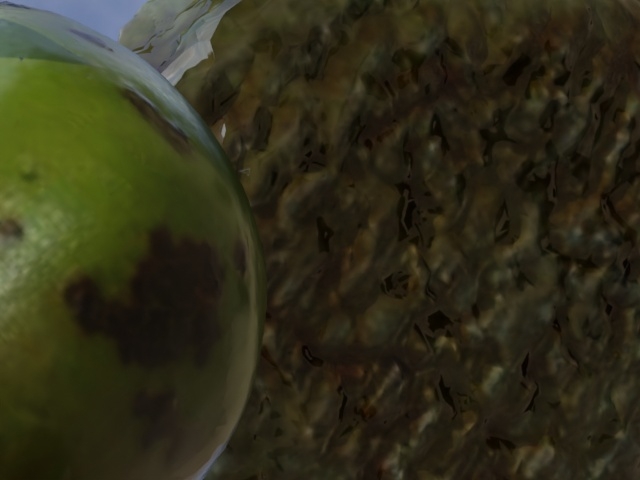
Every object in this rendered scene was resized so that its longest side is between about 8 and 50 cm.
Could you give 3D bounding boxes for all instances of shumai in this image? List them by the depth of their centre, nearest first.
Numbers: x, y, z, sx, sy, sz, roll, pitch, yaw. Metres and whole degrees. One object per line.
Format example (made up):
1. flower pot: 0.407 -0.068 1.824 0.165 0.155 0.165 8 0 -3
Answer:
1. shumai: 0.000 0.000 0.982 0.395 0.348 0.395 -4 -82 -31

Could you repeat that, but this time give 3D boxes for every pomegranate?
1. pomegranate: -0.103 -0.001 0.398 0.220 0.156 0.156 52 -125 -45
